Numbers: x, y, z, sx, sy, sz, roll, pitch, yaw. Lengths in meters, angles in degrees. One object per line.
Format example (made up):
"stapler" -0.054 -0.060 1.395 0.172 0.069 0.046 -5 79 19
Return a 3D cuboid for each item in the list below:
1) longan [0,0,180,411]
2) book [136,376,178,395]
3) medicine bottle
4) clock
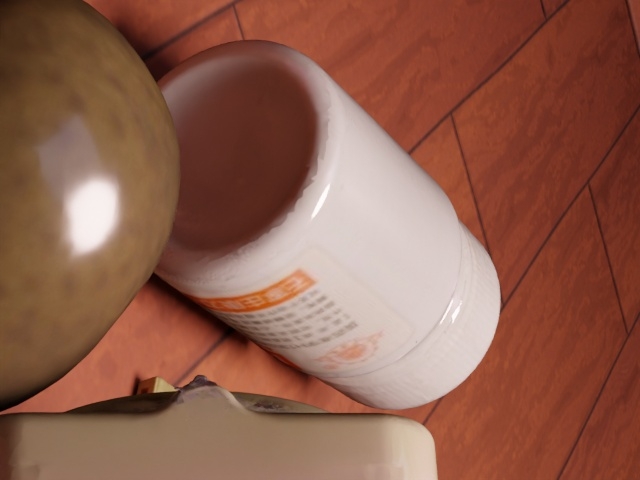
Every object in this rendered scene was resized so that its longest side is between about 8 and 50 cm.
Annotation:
"longan" -0.203 -0.027 1.080 0.258 0.258 0.258 -10 90 -66
"book" -0.107 0.241 1.425 0.161 0.026 0.231 50 35 -39
"medicine bottle" 0.000 0.000 1.560 0.371 0.211 0.211 41 45 -56
"clock" -0.080 0.185 1.152 0.309 0.284 0.114 105 -18 -67
